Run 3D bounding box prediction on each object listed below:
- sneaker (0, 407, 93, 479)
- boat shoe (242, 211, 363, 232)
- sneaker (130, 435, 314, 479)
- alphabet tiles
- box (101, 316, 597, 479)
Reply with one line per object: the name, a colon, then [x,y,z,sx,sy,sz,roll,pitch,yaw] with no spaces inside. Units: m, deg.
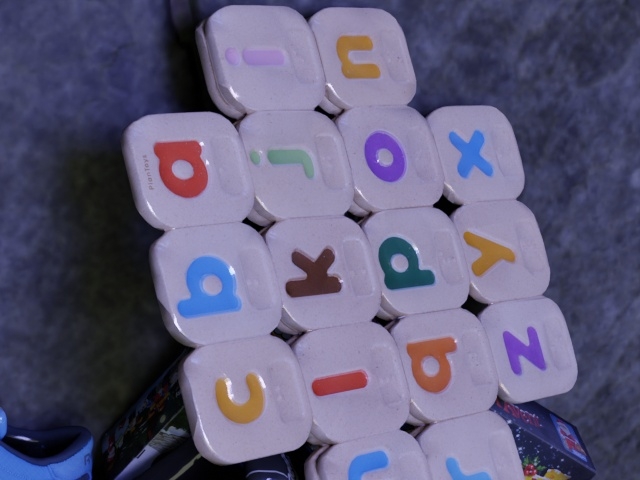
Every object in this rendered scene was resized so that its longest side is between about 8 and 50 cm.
sneaker: [-0.214,0.107,0.905,0.209,0.069,0.082,14,108,-32]
boat shoe: [0.000,0.000,0.971,0.206,0.065,0.075,24,95,-28]
sneaker: [-0.004,0.189,0.932,0.316,0.127,0.182,8,123,-16]
alphabet tiles: [0.023,0.015,0.919,0.278,0.021,0.284,-7,79,-44]
box: [0.018,0.121,0.997,0.233,0.044,0.159,32,113,-28]
